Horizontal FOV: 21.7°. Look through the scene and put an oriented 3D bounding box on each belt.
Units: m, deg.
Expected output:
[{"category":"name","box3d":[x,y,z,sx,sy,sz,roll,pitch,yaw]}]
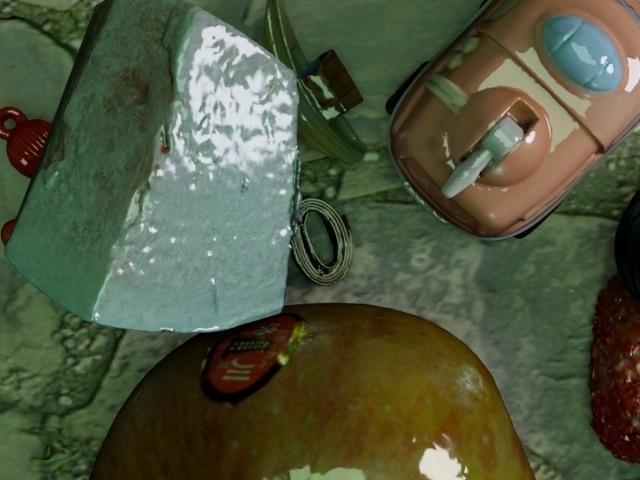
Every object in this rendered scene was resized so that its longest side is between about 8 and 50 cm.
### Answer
[{"category":"belt","box3d":[0.000,0.000,1.539,0.059,0.036,0.083,-19,93,-6]}]

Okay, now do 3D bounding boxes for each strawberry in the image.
[{"category":"strawberry","box3d":[0.313,0.133,1.524,0.140,0.085,0.192,10,91,1]}]

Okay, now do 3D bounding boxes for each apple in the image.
[{"category":"apple","box3d":[-0.002,0.238,1.417,0.400,0.333,0.400,3,109,9]}]

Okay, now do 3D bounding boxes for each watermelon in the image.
[{"category":"watermelon","box3d":[-0.117,-0.093,1.363,0.228,0.387,0.258,13,133,-11]}]

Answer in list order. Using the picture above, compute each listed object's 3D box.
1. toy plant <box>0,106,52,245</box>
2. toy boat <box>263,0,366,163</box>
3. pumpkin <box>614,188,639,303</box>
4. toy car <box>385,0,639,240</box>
[{"category":"toy plant","box3d":[-0.203,-0.014,1.505,0.240,0.088,0.154,21,74,-8]},{"category":"toy boat","box3d":[-0.009,-0.147,1.517,0.066,0.065,0.172,-29,98,14]},{"category":"pumpkin","box3d":[0.352,-0.015,1.461,0.202,0.202,0.140,-37,110,1]},{"category":"toy car","box3d":[0.184,-0.124,1.443,0.180,0.212,0.270,44,94,-2]}]
